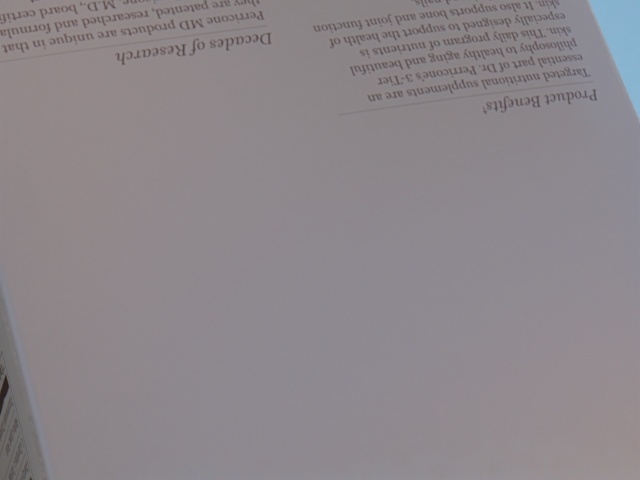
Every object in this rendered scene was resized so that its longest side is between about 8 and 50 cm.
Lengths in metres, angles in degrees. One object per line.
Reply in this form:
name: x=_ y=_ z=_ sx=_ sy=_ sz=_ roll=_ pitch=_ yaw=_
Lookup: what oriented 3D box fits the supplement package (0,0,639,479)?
supplement package: x=-0.021 y=0.016 z=0.543 sx=0.199 sy=0.263 sz=0.198 roll=-10 pitch=-24 yaw=-20
